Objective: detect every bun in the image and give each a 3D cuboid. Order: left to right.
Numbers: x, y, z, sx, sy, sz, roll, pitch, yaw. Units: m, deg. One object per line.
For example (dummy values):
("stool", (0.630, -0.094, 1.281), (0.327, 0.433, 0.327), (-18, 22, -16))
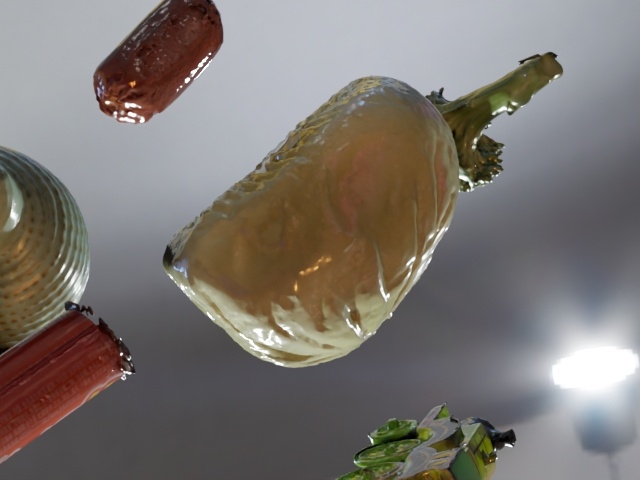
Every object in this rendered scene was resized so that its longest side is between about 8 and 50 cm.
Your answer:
("bun", (0.000, 0.000, 1.157), (0.244, 0.153, 0.244), (-36, -174, 4))

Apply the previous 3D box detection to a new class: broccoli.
("broccoli", (0.162, -0.127, 1.639), (0.204, 0.122, 0.118), (-37, -173, 49))

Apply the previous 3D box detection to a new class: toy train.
("toy train", (0.108, 0.244, 1.670), (0.160, 0.101, 0.296), (-15, -174, 17))

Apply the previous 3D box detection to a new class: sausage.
("sausage", (-0.152, 0.083, 0.732), (0.145, 0.048, 0.050), (-36, -115, -29))
("sausage", (-0.137, -0.160, 1.426), (0.076, 0.076, 0.141), (6, -130, 49))

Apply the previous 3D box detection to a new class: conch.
("conch", (-0.399, 0.022, 1.735), (0.215, 0.319, 0.303), (5, -123, 32))
